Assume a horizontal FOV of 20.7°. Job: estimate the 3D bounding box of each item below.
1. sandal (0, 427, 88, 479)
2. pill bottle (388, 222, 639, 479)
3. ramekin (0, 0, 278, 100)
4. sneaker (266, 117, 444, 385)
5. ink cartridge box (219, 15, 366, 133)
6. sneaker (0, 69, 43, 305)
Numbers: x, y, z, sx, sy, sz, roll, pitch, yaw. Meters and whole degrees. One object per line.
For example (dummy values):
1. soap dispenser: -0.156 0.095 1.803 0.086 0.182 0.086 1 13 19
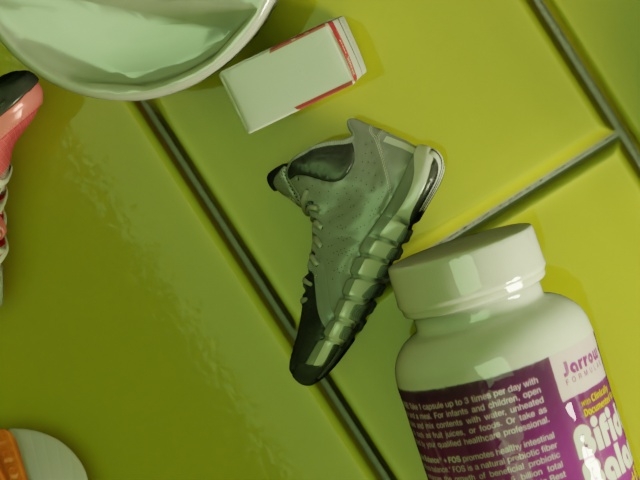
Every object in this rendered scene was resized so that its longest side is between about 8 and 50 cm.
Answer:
1. sandal: -0.337 0.231 1.558 0.265 0.076 0.102 -7 74 -3
2. pill bottle: 0.159 0.146 1.436 0.169 0.169 0.301 -17 95 9
3. ramekin: -0.147 -0.249 1.442 0.273 0.127 0.273 0 93 10
4. sneaker: 0.000 0.000 1.491 0.132 0.086 0.228 29 90 8
5. ink cartridge box: -0.019 -0.139 1.443 0.099 0.135 0.056 -24 96 10
6. sneaker: -0.314 -0.009 1.524 0.136 0.116 0.314 37 107 -8
